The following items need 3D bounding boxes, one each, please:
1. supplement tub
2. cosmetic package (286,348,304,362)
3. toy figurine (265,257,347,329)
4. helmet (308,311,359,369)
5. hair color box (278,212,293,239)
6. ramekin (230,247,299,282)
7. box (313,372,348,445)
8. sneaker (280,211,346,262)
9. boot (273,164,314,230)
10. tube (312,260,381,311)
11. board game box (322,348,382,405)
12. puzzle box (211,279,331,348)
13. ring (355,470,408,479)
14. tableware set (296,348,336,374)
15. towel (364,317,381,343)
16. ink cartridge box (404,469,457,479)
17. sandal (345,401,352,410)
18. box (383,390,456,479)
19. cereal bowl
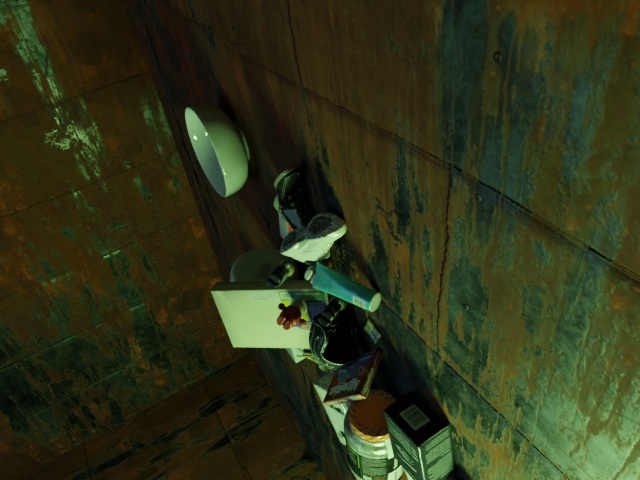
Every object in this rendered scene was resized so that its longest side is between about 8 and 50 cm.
[{"bbox_3d":[0.171,0.608,1.562,0.193,0.193,0.316,47,155,41],"label":"supplement tub"},{"bbox_3d":[-0.188,0.332,2.310,0.377,0.097,0.285,43,154,47],"label":"cosmetic package"},{"bbox_3d":[-0.040,0.151,1.521,0.213,0.148,0.210,-11,103,24],"label":"toy figurine"},{"bbox_3d":[0.042,0.318,1.587,0.169,0.169,0.162,25,123,61],"label":"helmet"},{"bbox_3d":[-0.104,-0.045,1.687,0.072,0.043,0.141,53,159,30],"label":"hair color box"},{"bbox_3d":[-0.205,0.155,1.870,0.277,0.277,0.135,50,149,36],"label":"ramekin"},{"bbox_3d":[0.101,0.650,1.901,0.169,0.087,0.290,2,120,57],"label":"box"},{"bbox_3d":[0.000,0.000,1.380,0.115,0.090,0.232,34,143,-29],"label":"sneaker"},{"bbox_3d":[-0.056,-0.095,1.451,0.179,0.085,0.236,54,159,15],"label":"boot"},{"bbox_3d":[0.062,0.127,1.350,0.207,0.052,0.080,22,108,33],"label":"tube"},{"bbox_3d":[0.094,0.426,1.558,0.027,0.145,0.281,30,151,-9],"label":"board game box"},{"bbox_3d":[-0.144,0.257,1.730,0.052,0.408,0.272,-70,-26,-53],"label":"puzzle box"},{"bbox_3d":[0.225,0.897,1.736,0.336,0.032,0.337,-36,43,43],"label":"ring"},{"bbox_3d":[0.001,0.444,1.831,0.128,0.039,0.194,-4,144,38],"label":"tableware set"},{"bbox_3d":[0.149,0.261,1.460,0.060,0.009,0.083,56,159,21],"label":"towel"},{"bbox_3d":[0.379,0.790,1.414,0.261,0.066,0.296,3,117,63],"label":"ink cartridge box"},{"bbox_3d":[0.118,0.466,1.726,0.102,0.076,0.265,117,147,-49],"label":"sandal"},{"bbox_3d":[0.267,0.540,1.355,0.153,0.108,0.207,37,148,52],"label":"box"},{"bbox_3d":[-0.352,-0.336,1.819,0.339,0.141,0.339,52,158,31],"label":"cereal bowl"}]
